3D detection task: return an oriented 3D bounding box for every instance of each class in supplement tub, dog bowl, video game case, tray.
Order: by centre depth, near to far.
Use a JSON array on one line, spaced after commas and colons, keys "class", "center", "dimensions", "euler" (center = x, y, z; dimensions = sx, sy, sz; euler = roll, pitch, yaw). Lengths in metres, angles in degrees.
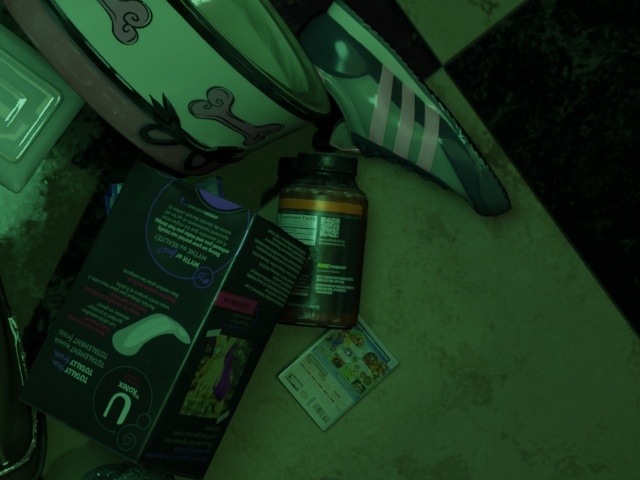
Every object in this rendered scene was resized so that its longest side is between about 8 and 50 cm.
[{"class": "dog bowl", "center": [-0.175, -0.238, 1.505], "dimensions": [0.150, 0.408, 0.408], "euler": [-39, 99, 12]}, {"class": "tray", "center": [-0.396, -0.185, 1.605], "dimensions": [0.270, 0.030, 0.145], "euler": [37, 82, -19]}, {"class": "supplement tub", "center": [0.000, 0.000, 1.680], "dimensions": [0.106, 0.106, 0.198], "euler": [6, 88, -13]}, {"class": "video game case", "center": [0.021, 0.152, 1.733], "dimensions": [0.122, 0.011, 0.087], "euler": [-41, 98, -10]}]

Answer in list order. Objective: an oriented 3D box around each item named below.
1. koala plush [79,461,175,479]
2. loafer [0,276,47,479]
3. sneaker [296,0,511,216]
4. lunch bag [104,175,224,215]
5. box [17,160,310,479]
[{"class": "koala plush", "center": [-0.253, 0.327, 1.534], "dimensions": [0.221, 0.203, 0.196], "euler": [-12, 72, -25]}, {"class": "loafer", "center": [-0.380, 0.094, 1.517], "dimensions": [0.134, 0.130, 0.366], "euler": [-18, 71, -12]}, {"class": "sneaker", "center": [0.085, -0.127, 1.713], "dimensions": [0.131, 0.112, 0.319], "euler": [-42, 96, 7]}, {"class": "lunch bag", "center": [-0.169, 0.011, 1.644], "dimensions": [0.129, 0.096, 0.151], "euler": [-6, 82, -14]}, {"class": "box", "center": [-0.155, 0.083, 1.499], "dimensions": [0.165, 0.143, 0.270], "euler": [24, 85, 28]}]
